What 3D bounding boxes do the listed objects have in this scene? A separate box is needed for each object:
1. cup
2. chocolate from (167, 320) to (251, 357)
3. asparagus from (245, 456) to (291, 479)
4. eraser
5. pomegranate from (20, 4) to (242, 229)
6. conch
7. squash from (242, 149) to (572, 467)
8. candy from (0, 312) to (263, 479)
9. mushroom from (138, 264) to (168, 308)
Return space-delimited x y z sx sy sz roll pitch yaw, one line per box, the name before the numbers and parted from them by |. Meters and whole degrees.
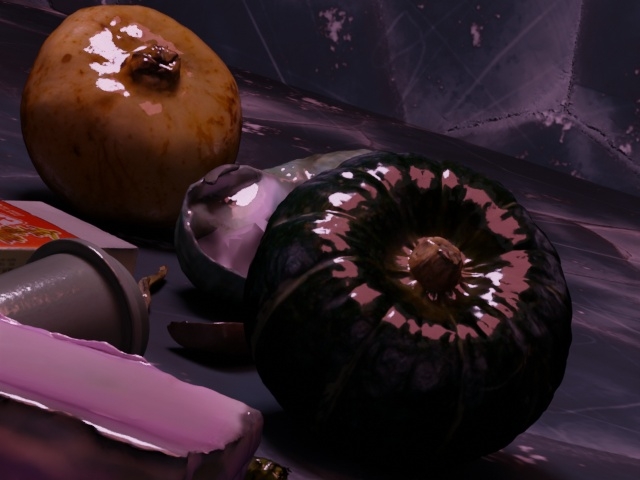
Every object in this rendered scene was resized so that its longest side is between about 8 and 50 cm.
cup | -0.202 0.068 1.332 0.120 0.120 0.141 21 26 33
chocolate | -0.077 0.083 1.607 0.064 0.031 0.101 0 -3 34
asparagus | -0.094 0.137 1.301 0.165 0.030 0.036 20 21 27
eraser | -0.298 -0.002 1.736 0.157 0.038 0.230 23 14 40
pomegranate | -0.197 -0.130 2.007 0.248 0.248 0.248 14 10 -3
conch | 0.000 0.000 1.808 0.277 0.195 0.220 35 27 -15
squash | 0.066 0.053 1.448 0.252 0.165 0.252 8 46 -8
candy | -0.178 0.113 1.072 0.265 0.115 0.155 16 10 10
mushroom | -0.159 0.053 1.693 0.026 0.028 0.286 -27 4 10
